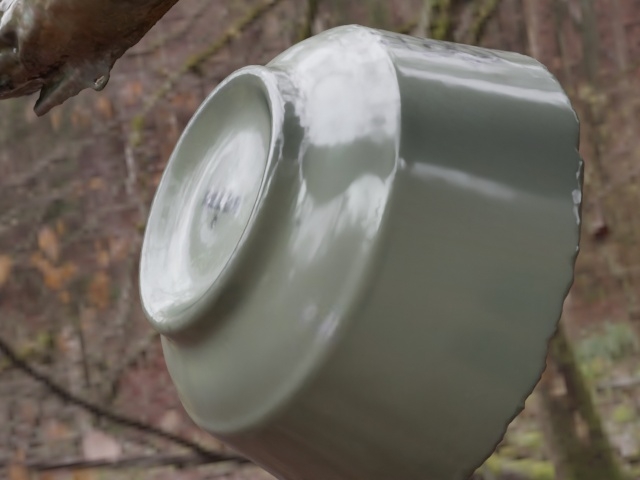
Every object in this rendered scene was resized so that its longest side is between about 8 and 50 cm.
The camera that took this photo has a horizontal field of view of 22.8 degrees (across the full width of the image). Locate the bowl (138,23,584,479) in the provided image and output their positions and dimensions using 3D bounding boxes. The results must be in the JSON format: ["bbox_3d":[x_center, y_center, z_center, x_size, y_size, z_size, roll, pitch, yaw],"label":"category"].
[{"bbox_3d":[0.000,0.000,0.645,0.112,0.211,0.211,23,-20,-26],"label":"bowl"}]

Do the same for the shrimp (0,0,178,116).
[{"bbox_3d":[-0.081,-0.127,0.532,0.223,0.126,0.047,-42,-11,30],"label":"shrimp"}]
